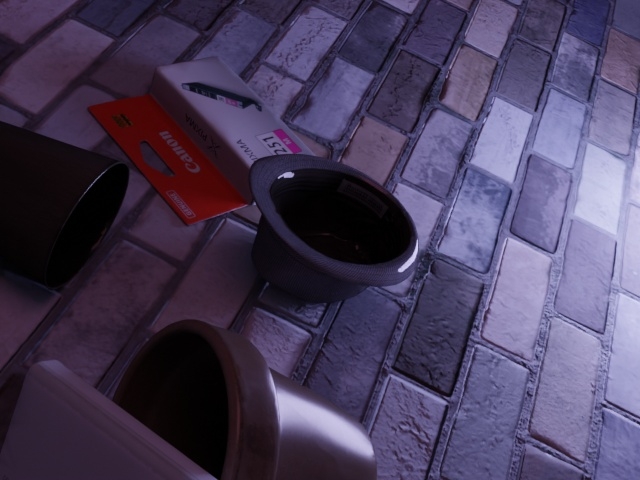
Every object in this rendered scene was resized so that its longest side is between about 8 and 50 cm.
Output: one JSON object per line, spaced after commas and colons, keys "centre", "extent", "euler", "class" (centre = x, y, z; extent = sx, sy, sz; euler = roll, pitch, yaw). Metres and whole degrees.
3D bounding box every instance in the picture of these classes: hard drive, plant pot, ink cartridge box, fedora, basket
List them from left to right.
{"centre": [-0.383, -0.067, 1.253], "extent": [0.227, 0.154, 0.204], "euler": [25, 39, 5], "class": "basket"}
{"centre": [-0.176, 0.268, 0.901], "extent": [0.307, 0.203, 0.040], "euler": [29, 15, 28], "class": "hard drive"}
{"centre": [-0.174, -0.159, 1.524], "extent": [0.239, 0.060, 0.275], "euler": [-20, 58, -42], "class": "ink cartridge box"}
{"centre": [-0.070, 0.230, 1.041], "extent": [0.229, 0.263, 0.263], "euler": [19, 38, -34], "class": "plant pot"}
{"centre": [0.000, 0.000, 1.390], "extent": [0.275, 0.124, 0.244], "euler": [-8, 52, -44], "class": "fedora"}
